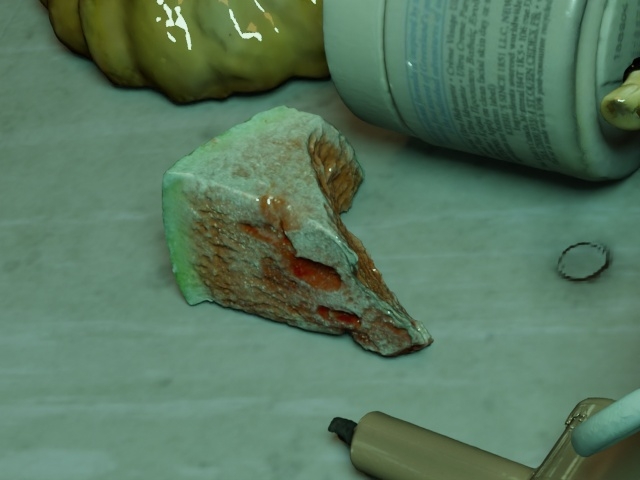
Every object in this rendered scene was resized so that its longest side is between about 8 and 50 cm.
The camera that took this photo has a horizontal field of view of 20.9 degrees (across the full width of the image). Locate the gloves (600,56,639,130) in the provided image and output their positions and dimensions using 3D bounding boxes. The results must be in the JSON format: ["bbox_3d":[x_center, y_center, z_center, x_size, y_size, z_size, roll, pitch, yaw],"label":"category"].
[{"bbox_3d":[0.226,-0.057,0.871,0.164,0.124,0.203,27,42,5],"label":"gloves"}]

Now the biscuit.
[{"bbox_3d":[-0.044,-0.231,1.153,0.326,0.107,0.325,-13,46,13],"label":"biscuit"}]

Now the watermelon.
[{"bbox_3d":[-0.024,0.002,0.932,0.121,0.098,0.158,-21,49,1],"label":"watermelon"}]

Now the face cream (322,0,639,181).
[{"bbox_3d":[0.111,-0.130,0.945,0.153,0.177,0.177,18,57,30],"label":"face cream"}]

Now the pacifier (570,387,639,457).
[{"bbox_3d":[0.250,0.060,0.704,0.244,0.299,0.233,-29,81,36],"label":"pacifier"}]

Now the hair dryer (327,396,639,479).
[{"bbox_3d":[0.071,0.119,0.818,0.182,0.064,0.117,16,57,40],"label":"hair dryer"}]
